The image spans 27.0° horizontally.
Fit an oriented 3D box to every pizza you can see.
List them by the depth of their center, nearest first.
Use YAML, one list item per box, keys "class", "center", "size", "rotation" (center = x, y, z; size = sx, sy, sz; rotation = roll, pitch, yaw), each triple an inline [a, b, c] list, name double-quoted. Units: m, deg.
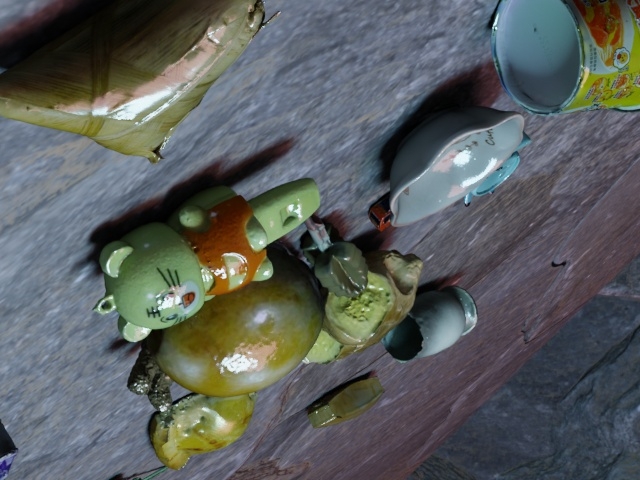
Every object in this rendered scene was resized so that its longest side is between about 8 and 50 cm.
- class: "pizza"
  center: [-0.176, 0.283, 2.045]
  size: [0.188, 0.080, 0.204]
  rotation: [-38, 161, -5]

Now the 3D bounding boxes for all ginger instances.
- class: "ginger"
  center: [0.046, 0.104, 2.003]
  size: [0.219, 0.123, 0.270]
  rotation: [-44, -178, -25]

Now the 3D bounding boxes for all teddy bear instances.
- class: "teddy bear"
  center: [-0.187, 0.128, 1.677]
  size: [0.160, 0.078, 0.119]
  rotation: [-53, 142, -10]

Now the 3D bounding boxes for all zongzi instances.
- class: "zongzi"
  center: [-0.156, -0.151, 1.039]
  size: [0.194, 0.099, 0.197]
  rotation: [-47, 154, 20]

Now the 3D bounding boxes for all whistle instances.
- class: "whistle"
  center: [-0.120, 0.010, 1.442]
  size: [0.288, 0.106, 0.131]
  rotation: [-27, 133, -22]

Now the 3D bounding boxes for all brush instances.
- class: "brush"
  center: [0.000, 0.000, 1.742]
  size: [0.071, 0.084, 0.301]
  rotation: [-42, 157, -5]

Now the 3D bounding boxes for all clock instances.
- class: "clock"
  center: [0.253, -0.108, 2.009]
  size: [0.108, 0.045, 0.147]
  rotation: [-30, 160, -24]

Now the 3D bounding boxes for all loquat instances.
- class: "loquat"
  center: [-0.099, 0.094, 1.578]
  size: [0.227, 0.179, 0.179]
  rotation: [-3, 144, -34]

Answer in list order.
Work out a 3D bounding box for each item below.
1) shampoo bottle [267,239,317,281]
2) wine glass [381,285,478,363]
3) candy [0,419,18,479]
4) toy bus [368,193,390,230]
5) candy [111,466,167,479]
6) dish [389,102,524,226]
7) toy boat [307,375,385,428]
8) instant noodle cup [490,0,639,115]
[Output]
- class: "shampoo bottle"
  center: [-0.046, 0.054, 1.773]
  size: [0.072, 0.072, 0.214]
  rotation: [-40, 162, 1]
- class: "wine glass"
  center: [0.196, 0.148, 2.399]
  size: [0.204, 0.111, 0.111]
  rotation: [-17, 151, -52]
- class: "candy"
  center: [-0.487, 0.297, 1.493]
  size: [0.312, 0.061, 0.088]
  rotation: [-25, 159, -37]
- class: "toy bus"
  center: [0.118, -0.060, 1.882]
  size: [0.110, 0.031, 0.043]
  rotation: [-38, 160, -11]
- class: "candy"
  center: [-0.294, 0.390, 2.146]
  size: [0.055, 0.049, 0.184]
  rotation: [-39, 172, 23]
- class: "dish"
  center: [0.161, -0.117, 1.757]
  size: [0.229, 0.081, 0.229]
  rotation: [-32, 163, -11]
- class: "toy boat"
  center: [0.051, 0.320, 2.607]
  size: [0.072, 0.064, 0.206]
  rotation: [-35, 168, 40]
- class: "instant noodle cup"
  center: [0.307, -0.241, 1.594]
  size: [0.153, 0.205, 0.205]
  rotation: [-15, 151, -31]
